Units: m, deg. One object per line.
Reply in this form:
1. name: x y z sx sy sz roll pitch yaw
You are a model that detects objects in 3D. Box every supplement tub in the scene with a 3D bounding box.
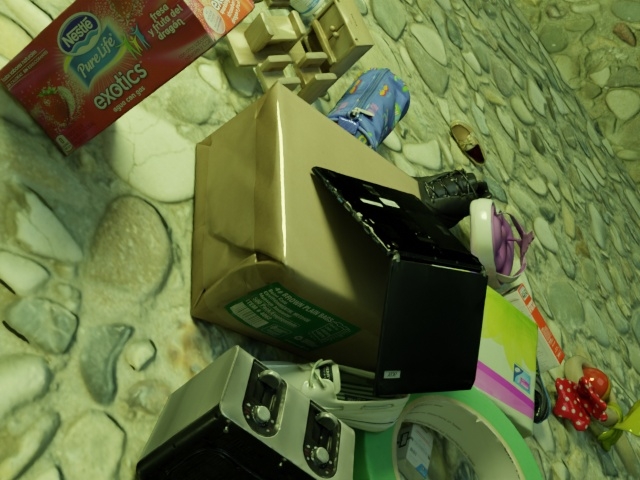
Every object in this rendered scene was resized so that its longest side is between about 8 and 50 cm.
1. supplement tub: -0.047 -0.481 1.504 0.107 0.071 0.071 32 42 -37

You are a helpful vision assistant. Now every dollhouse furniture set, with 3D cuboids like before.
1. dollhouse furniture set: -0.061 -0.314 1.316 0.242 0.161 0.212 -14 76 -39

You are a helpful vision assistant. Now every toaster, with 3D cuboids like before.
1. toaster: -0.077 0.219 0.816 0.168 0.186 0.110 39 34 -17

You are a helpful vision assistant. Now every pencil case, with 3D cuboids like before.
1. pencil case: 0.072 -0.211 1.396 0.119 0.133 0.306 28 34 4

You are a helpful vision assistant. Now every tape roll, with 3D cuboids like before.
1. tape roll: 0.170 0.333 1.072 0.321 0.077 0.321 24 42 -23

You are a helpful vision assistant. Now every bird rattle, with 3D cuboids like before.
1. bird rattle: 0.579 0.338 1.708 0.254 0.143 0.207 27 31 -23

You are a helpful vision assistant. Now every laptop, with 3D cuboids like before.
1. laptop: 0.098 0.052 1.023 0.234 0.136 0.264 11 33 -51

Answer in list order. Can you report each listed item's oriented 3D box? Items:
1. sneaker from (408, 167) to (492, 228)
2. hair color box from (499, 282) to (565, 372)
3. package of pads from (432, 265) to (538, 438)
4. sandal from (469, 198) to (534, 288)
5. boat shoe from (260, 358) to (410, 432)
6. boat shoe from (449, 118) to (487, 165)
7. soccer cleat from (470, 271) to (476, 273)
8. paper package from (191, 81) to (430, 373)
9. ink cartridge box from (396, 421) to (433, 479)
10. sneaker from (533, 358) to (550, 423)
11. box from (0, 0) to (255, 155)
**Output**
1. sneaker: 0.225 -0.091 1.513 0.286 0.130 0.109 -4 70 -54
2. hair color box: 0.393 0.179 1.560 0.167 0.093 0.053 60 31 -1
3. package of pads: 0.222 0.158 1.282 0.296 0.101 0.229 36 44 -19
4. sandal: 0.366 0.012 1.558 0.416 0.102 0.169 8 82 -70
5. boat shoe: 0.002 0.175 0.970 0.226 0.075 0.083 11 43 -22
6. boat shoe: 0.351 -0.229 1.869 0.135 0.050 0.045 41 31 -27
7. soccer cleat: 0.266 0.094 1.448 0.318 0.109 0.116 45 29 -19
8. paper package: 0.000 0.000 1.092 0.325 0.168 0.309 30 43 -40
9. ink cartridge box: 0.136 0.304 1.163 0.048 0.028 0.083 49 34 -17
10. sneaker: 0.380 0.255 1.504 0.078 0.067 0.188 -1 69 -61
11. box: -0.216 -0.221 0.884 0.122 0.257 0.128 52 33 -17
